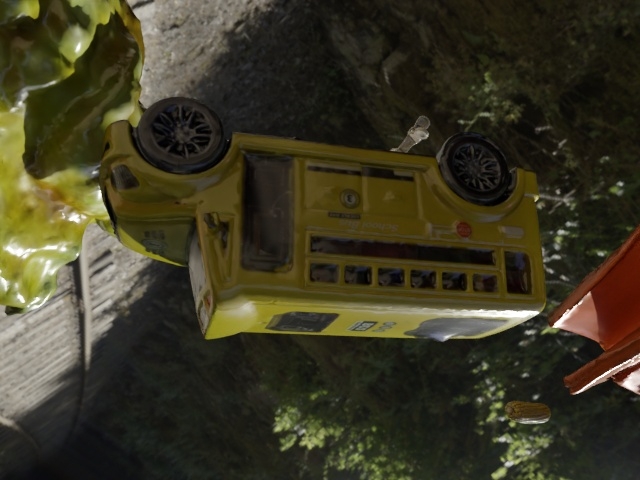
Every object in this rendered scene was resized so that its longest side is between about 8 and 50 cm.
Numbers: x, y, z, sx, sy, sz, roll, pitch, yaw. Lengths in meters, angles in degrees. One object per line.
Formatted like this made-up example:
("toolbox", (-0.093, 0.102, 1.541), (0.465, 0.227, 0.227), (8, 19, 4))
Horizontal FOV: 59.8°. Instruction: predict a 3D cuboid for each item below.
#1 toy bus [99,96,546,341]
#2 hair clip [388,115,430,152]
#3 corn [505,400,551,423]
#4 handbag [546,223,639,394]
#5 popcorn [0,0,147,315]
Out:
("toy bus", (0.000, 0.000, 0.438), (0.331, 0.151, 0.145), (4, 159, -14))
("hair clip", (0.182, -0.203, 1.346), (0.226, 0.034, 0.072), (-46, -163, 28))
("corn", (0.358, 0.295, 0.956), (0.092, 0.037, 0.037), (11, 147, -29))
("handbag", (0.478, 0.054, 0.547), (0.410, 0.116, 0.303), (2, 146, -10))
("popcorn", (-0.307, -0.129, 0.543), (0.274, 0.279, 0.335), (-18, 138, -53))
